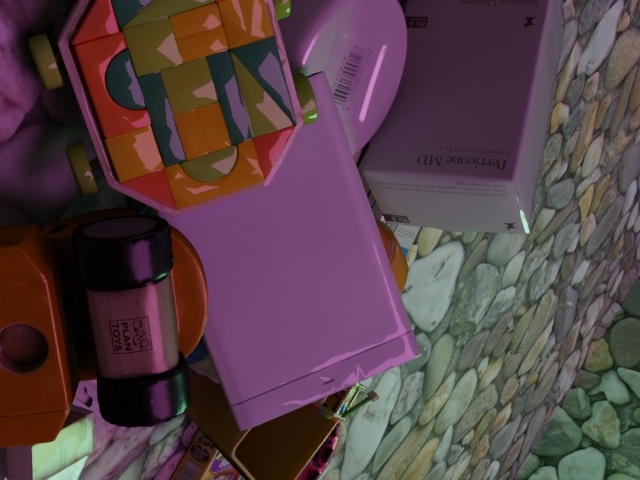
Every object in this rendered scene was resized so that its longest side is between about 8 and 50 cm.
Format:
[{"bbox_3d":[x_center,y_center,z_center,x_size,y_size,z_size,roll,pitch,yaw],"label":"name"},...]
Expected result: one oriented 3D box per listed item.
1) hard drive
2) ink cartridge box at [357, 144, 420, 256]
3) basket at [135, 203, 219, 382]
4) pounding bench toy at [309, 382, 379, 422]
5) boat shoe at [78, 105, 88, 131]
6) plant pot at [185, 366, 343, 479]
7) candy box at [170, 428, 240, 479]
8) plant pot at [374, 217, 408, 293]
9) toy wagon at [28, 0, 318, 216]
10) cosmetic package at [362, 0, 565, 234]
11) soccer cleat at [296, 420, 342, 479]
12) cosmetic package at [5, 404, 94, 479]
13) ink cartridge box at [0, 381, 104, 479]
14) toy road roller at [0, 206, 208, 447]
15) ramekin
[{"bbox_3d":[-0.047,0.012,1.220,0.233,0.047,0.353,-21,100,-11],"label":"hard drive"},{"bbox_3d":[0.109,-0.062,1.722,0.148,0.086,0.203,22,94,-61],"label":"ink cartridge box"},{"bbox_3d":[-0.129,0.056,1.337,0.289,0.201,0.254,47,72,-21],"label":"basket"},{"bbox_3d":[0.031,0.219,1.456,0.065,0.083,0.052,-59,151,-6],"label":"pounding bench toy"},{"bbox_3d":[-0.153,-0.234,1.166,0.302,0.094,0.109,-59,150,-6],"label":"boat shoe"},{"bbox_3d":[-0.099,0.213,1.524,0.212,0.187,0.212,-52,149,-18],"label":"plant pot"},{"bbox_3d":[-0.153,0.324,1.670,0.186,0.053,0.109,-62,150,-3],"label":"candy box"},{"bbox_3d":[0.000,0.000,1.518,0.205,0.205,0.188,-46,131,-26],"label":"plant pot"},{"bbox_3d":[-0.155,-0.199,1.089,0.267,0.068,0.344,-19,114,-11],"label":"toy wagon"},{"bbox_3d":[0.213,-0.209,1.514,0.156,0.217,0.384,62,37,-54],"label":"cosmetic package"},{"bbox_3d":[-0.017,0.278,1.758,0.331,0.116,0.143,-62,-166,-4],"label":"soccer cleat"},{"bbox_3d":[-0.325,0.247,1.286,0.115,0.041,0.060,-27,125,-59],"label":"cosmetic package"},{"bbox_3d":[-0.346,0.255,1.345,0.145,0.045,0.179,58,46,-56],"label":"ink cartridge box"},{"bbox_3d":[-0.282,0.071,1.106,0.330,0.240,0.202,-7,107,-5],"label":"toy road roller"},{"bbox_3d":[-0.010,-0.223,1.356,0.277,0.135,0.277,-38,143,-36],"label":"ramekin"}]
